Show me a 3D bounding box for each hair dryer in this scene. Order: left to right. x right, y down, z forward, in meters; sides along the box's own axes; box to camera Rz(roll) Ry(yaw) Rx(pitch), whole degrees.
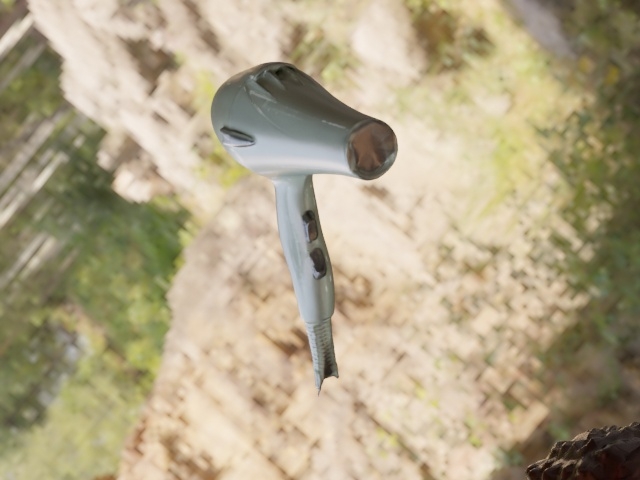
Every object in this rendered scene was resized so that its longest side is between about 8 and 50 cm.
[{"bbox_3d":[0.009,-0.015,1.252,0.229,0.092,0.267,-15,95,68],"label":"hair dryer"}]

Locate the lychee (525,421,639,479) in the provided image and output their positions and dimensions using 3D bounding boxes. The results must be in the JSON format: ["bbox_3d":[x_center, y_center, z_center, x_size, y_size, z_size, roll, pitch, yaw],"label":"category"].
[{"bbox_3d":[0.290,0.265,1.419,0.264,0.264,0.300,37,-131,-30],"label":"lychee"}]
